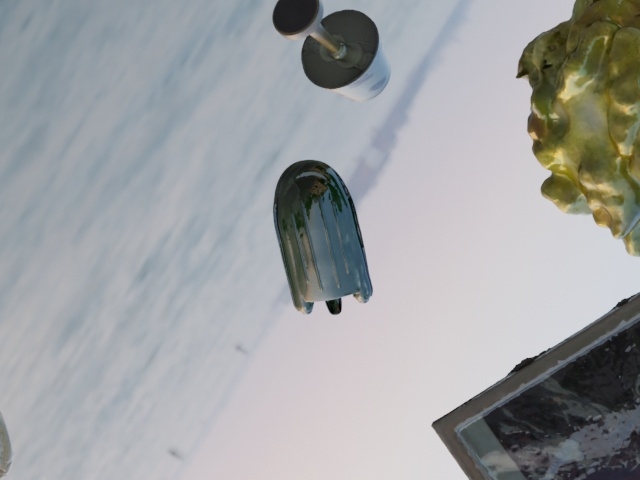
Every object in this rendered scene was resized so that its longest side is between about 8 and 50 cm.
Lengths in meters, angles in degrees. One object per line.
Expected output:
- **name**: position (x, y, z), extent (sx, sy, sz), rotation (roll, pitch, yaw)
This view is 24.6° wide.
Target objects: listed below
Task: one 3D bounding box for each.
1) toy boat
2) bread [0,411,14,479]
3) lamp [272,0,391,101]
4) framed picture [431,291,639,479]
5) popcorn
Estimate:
- **toy boat**: position (0.000, 0.000, 1.816), extent (0.052, 0.104, 0.210), rotation (-87, 165, -67)
- **bread**: position (-0.468, 0.276, 2.028), extent (0.106, 0.082, 0.125), rotation (5, -78, 55)
- **lamp**: position (0.018, -0.270, 2.009), extent (0.121, 0.121, 0.215), rotation (-59, 144, -3)
- **framed picture**: position (0.250, 0.144, 1.072), extent (0.281, 0.209, 0.019), rotation (-36, -178, 15)
- **popcorn**: position (0.371, -0.124, 1.587), extent (0.312, 0.312, 0.312), rotation (-59, 180, 0)
